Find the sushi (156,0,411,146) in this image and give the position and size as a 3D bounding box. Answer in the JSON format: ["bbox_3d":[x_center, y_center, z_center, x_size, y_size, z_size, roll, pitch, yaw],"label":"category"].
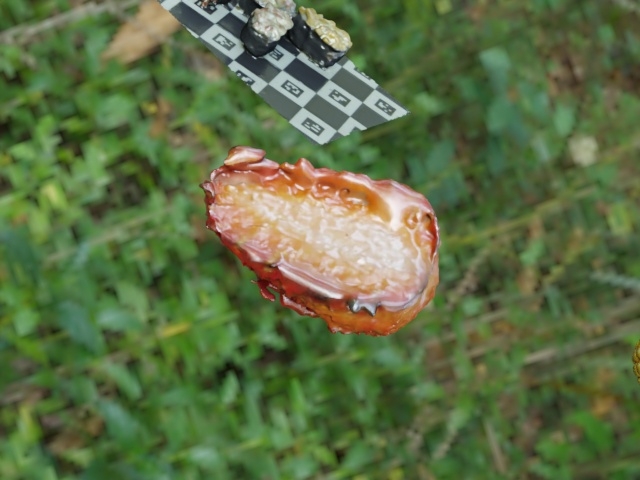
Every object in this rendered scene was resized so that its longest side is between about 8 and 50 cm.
[{"bbox_3d":[-0.042,-0.220,1.990,0.279,0.043,0.192,43,32,16],"label":"sushi"}]

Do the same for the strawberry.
[{"bbox_3d":[0.000,0.000,1.411,0.121,0.188,0.082,-62,175,-26],"label":"strawberry"}]

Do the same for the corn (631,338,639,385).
[{"bbox_3d":[0.299,0.071,1.359,0.068,0.207,0.068,11,69,-29],"label":"corn"}]
